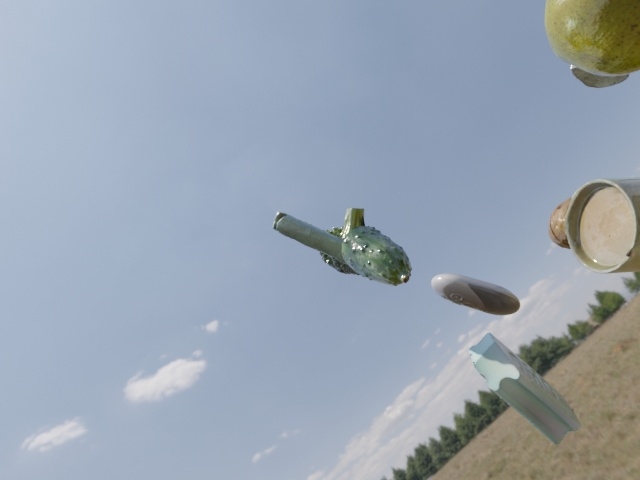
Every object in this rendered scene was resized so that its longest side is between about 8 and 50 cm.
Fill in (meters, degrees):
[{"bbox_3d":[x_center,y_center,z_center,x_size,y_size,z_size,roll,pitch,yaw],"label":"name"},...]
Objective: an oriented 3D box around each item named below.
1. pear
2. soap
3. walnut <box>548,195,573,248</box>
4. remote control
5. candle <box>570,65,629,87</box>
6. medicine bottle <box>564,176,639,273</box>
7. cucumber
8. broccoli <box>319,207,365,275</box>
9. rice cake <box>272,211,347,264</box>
[{"bbox_3d":[0.603,-0.483,0.837,0.294,0.294,0.294,-30,-32,-21],"label":"pear"},{"bbox_3d":[0.574,0.414,1.201,0.095,0.289,0.173,-49,1,16],"label":"soap"},{"bbox_3d":[0.848,-0.059,1.392,0.207,0.167,0.167,-41,-29,-22],"label":"walnut"},{"bbox_3d":[0.591,0.207,1.620,0.221,0.331,0.104,55,-128,-63],"label":"remote control"},{"bbox_3d":[0.711,-0.450,1.047,0.192,0.168,0.068,54,-138,-85],"label":"candle"},{"bbox_3d":[0.871,-0.044,1.043,0.405,0.236,0.236,-2,-40,-6],"label":"medicine bottle"},{"bbox_3d":[0.159,0.052,1.090,0.134,0.244,0.135,-9,-66,-22],"label":"cucumber"},{"bbox_3d":[0.124,0.002,1.533,0.263,0.246,0.244,-10,-74,-78],"label":"broccoli"},{"bbox_3d":[0.000,0.000,1.304,0.066,0.336,0.063,-67,-12,12],"label":"rice cake"}]
